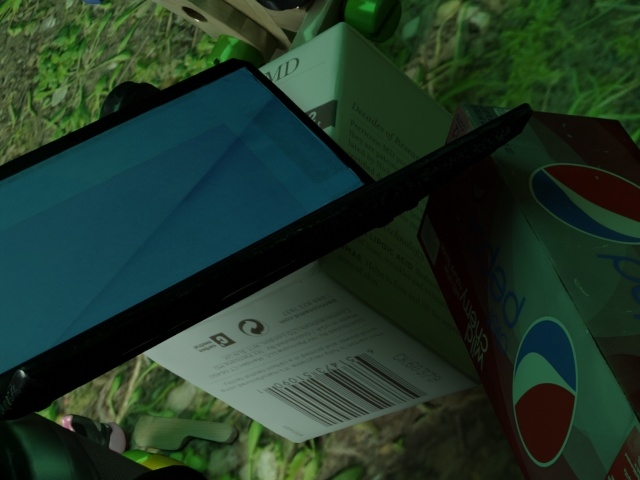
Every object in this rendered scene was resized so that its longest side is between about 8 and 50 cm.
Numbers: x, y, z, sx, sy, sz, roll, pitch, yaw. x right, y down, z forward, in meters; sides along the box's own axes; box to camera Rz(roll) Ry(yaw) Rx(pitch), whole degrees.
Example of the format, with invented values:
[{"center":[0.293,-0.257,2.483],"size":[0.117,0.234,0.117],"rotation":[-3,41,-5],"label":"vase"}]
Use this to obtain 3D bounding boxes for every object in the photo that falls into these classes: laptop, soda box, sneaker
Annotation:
[{"center":[-0.074,-0.028,0.640],"size":[0.234,0.136,0.264],"rotation":[-29,-3,-20],"label":"laptop"},{"center":[0.123,0.042,0.583],"size":[0.263,0.092,0.083],"rotation":[-108,28,-53],"label":"soda box"},{"center":[-0.195,0.181,1.005],"size":[0.047,0.057,0.119],"rotation":[16,76,51],"label":"sneaker"}]

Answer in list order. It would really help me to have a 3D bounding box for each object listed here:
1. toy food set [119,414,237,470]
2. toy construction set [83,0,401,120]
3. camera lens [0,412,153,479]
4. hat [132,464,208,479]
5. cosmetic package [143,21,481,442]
[{"center":[-0.134,0.204,0.931],"size":[0.132,0.038,0.192],"rotation":[-6,58,47],"label":"toy food set"},{"center":[-0.006,-0.181,0.989],"size":[0.237,0.257,0.309],"rotation":[14,49,34],"label":"toy construction set"},{"center":[-0.114,0.225,0.688],"size":[0.219,0.274,0.219],"rotation":[-29,43,32],"label":"camera lens"},{"center":[0.046,0.195,0.514],"size":[0.134,0.331,0.331],"rotation":[-32,40,9],"label":"hat"},{"center":[0.000,0.000,0.841],"size":[0.151,0.151,0.183],"rotation":[-24,46,34],"label":"cosmetic package"}]
